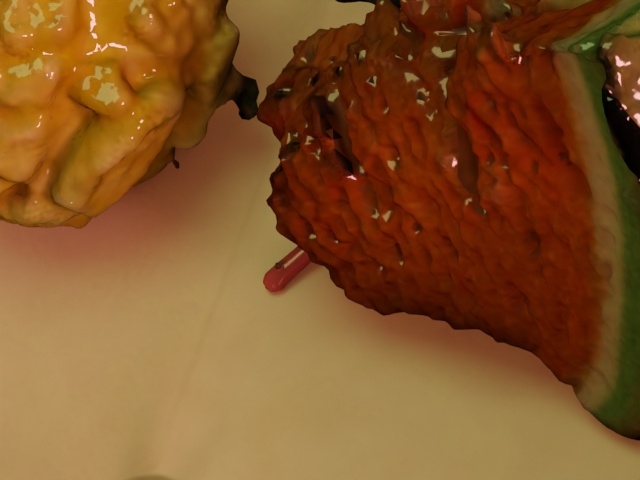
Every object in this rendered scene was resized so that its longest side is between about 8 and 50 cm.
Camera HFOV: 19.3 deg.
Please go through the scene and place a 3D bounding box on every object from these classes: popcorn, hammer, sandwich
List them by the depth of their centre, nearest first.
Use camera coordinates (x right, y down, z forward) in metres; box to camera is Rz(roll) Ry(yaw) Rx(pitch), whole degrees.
[{"bbox_3d":[0.102,-0.049,0.965,0.301,0.250,0.162,17,46,38],"label":"sandwich"},{"bbox_3d":[0.000,0.000,1.079,0.083,0.031,0.052,-41,52,2],"label":"hammer"},{"bbox_3d":[-0.151,-0.127,1.120,0.225,0.249,0.249,4,51,-13],"label":"popcorn"}]

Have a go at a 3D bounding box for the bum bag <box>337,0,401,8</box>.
[{"bbox_3d":[0.120,-0.165,1.077,0.248,0.060,0.123,-14,11,-42],"label":"bum bag"}]
